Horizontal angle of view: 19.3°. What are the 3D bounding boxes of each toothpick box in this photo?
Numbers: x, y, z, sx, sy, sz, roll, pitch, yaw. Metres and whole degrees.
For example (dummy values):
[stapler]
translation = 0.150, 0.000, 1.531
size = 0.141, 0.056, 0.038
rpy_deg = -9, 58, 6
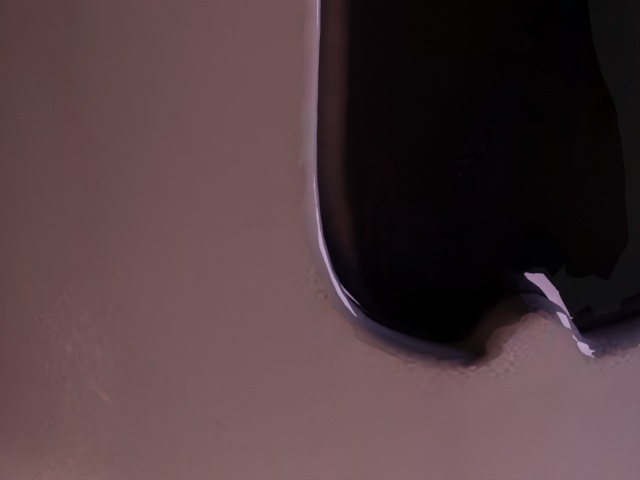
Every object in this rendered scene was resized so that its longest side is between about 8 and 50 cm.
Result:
[toothpick box]
translation = 0.000, -0.064, 0.492
size = 0.263, 0.263, 0.355
rpy_deg = -82, 172, -68
